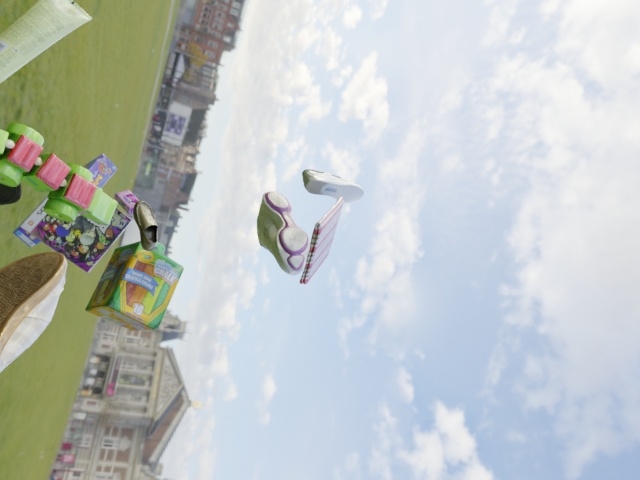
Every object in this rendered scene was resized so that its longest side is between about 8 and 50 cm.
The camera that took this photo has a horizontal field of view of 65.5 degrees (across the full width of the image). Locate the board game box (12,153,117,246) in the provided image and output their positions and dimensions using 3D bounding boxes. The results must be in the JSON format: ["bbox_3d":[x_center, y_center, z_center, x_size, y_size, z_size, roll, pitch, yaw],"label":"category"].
[{"bbox_3d":[-0.910,-0.151,1.793,0.233,0.078,0.347,-21,-147,26],"label":"board game box"}]

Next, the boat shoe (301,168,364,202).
[{"bbox_3d":[0.031,-0.144,1.278,0.066,0.184,0.063,-55,-137,40],"label":"boat shoe"}]

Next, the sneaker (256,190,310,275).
[{"bbox_3d":[-0.117,-0.003,1.490,0.152,0.114,0.305,-60,-142,38],"label":"sneaker"}]

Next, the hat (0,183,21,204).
[{"bbox_3d":[-0.953,-0.238,1.335,0.331,0.331,0.134,130,-31,-49],"label":"hat"}]

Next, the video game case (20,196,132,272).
[{"bbox_3d":[-0.739,-0.051,1.520,0.210,0.232,0.041,-55,-165,-18],"label":"video game case"}]

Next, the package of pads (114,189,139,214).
[{"bbox_3d":[-0.596,-0.120,1.548,0.083,0.050,0.032,42,-47,19],"label":"package of pads"}]

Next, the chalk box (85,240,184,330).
[{"bbox_3d":[-0.575,0.121,1.586,0.179,0.180,0.289,-11,-127,42],"label":"chalk box"}]

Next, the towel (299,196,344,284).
[{"bbox_3d":[0.000,0.000,1.221,0.144,0.029,0.197,-52,162,-51],"label":"towel"}]

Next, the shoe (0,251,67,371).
[{"bbox_3d":[-0.367,0.090,0.587,0.219,0.076,0.058,-85,-178,-57],"label":"shoe"}]

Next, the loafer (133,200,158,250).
[{"bbox_3d":[-0.492,-0.046,1.422,0.050,0.056,0.148,-17,-93,40],"label":"loafer"}]

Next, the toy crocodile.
[{"bbox_3d":[-0.553,-0.133,1.016,0.105,0.340,0.115,2,-117,31],"label":"toy crocodile"}]

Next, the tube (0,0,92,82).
[{"bbox_3d":[-0.576,-0.410,0.995,0.240,0.062,0.070,-57,152,-23],"label":"tube"}]
